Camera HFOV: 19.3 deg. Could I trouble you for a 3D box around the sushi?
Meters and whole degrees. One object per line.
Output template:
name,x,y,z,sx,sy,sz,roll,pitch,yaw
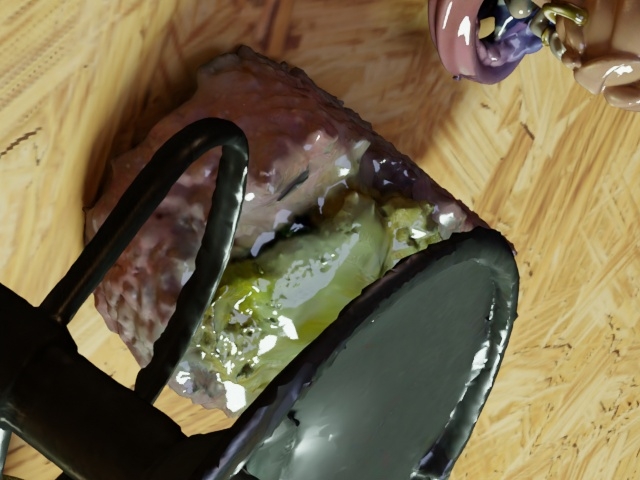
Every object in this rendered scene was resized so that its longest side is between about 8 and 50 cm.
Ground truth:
sushi,-0.014,0.014,0.954,0.161,0.107,0.241,-50,145,7

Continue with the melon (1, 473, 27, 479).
melon,-0.190,0.167,0.906,0.162,0.099,0.099,-15,132,-34

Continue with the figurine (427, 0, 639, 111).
figurine,0.125,-0.126,0.947,0.126,0.157,0.114,-15,111,-32

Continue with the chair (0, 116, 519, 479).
chair,-0.162,-0.011,0.586,0.226,0.401,0.226,-48,161,-23
